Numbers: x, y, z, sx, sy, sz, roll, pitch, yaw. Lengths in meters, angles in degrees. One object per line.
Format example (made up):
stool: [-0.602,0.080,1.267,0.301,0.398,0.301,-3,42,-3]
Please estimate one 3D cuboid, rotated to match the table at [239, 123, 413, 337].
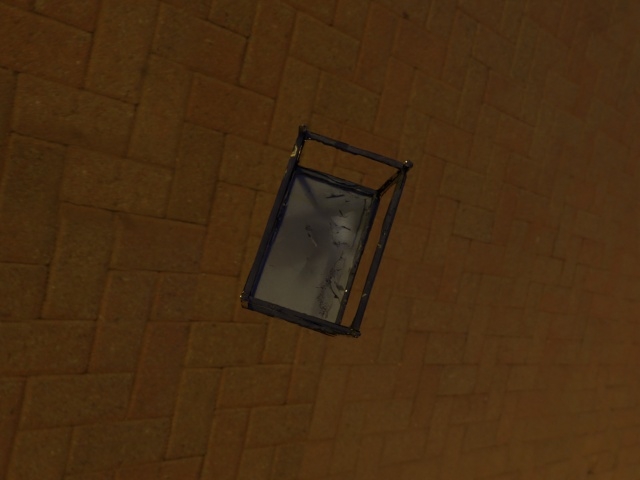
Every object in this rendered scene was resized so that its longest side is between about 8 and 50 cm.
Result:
table: [0.000,0.000,1.164,0.222,0.272,0.335,18,80,-3]
